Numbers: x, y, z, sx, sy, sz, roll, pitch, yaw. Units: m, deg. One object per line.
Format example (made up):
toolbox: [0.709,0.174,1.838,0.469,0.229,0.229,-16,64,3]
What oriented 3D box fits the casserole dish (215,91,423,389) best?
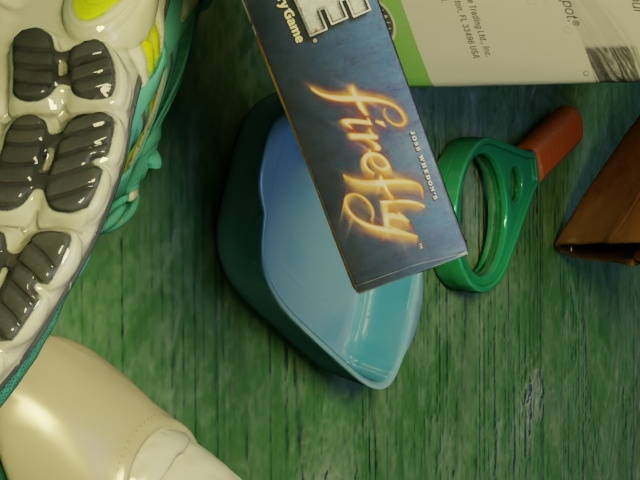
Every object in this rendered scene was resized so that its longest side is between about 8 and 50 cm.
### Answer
casserole dish: [0.000,0.000,0.864,0.188,0.037,0.114,47,49,-55]

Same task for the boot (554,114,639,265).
boot: [0.251,-0.102,1.242,0.096,0.264,0.280,36,80,-34]

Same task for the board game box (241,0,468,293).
board game box: [-0.004,-0.099,0.675,0.243,0.042,0.165,-100,169,-70]

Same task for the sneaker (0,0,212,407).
sneaker: [-0.091,-0.034,0.618,0.110,0.107,0.275,72,31,-49]

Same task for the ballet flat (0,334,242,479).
ballet flat: [-0.050,0.134,0.718,0.086,0.086,0.248,-63,143,-41]

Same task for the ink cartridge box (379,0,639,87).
ink cartridge box: [0.110,-0.179,0.815,0.115,0.272,0.198,-64,144,-40]

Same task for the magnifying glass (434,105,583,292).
magnifying glass: [0.119,-0.038,1.116,0.231,0.026,0.092,-38,123,-55]
